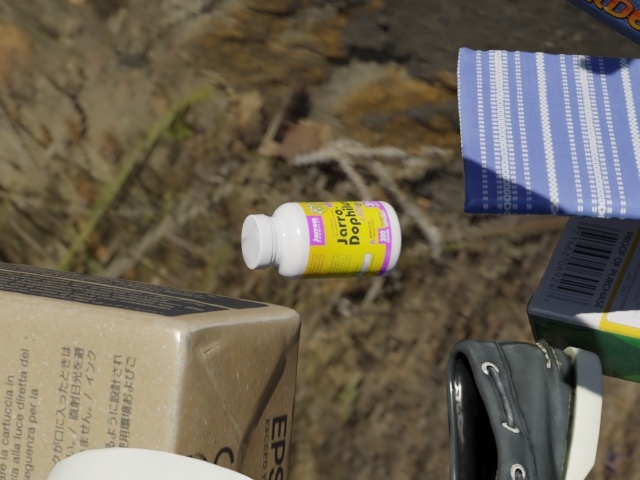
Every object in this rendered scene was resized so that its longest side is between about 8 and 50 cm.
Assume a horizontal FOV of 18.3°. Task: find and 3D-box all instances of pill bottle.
[{"bbox_3d":[0.000,0.000,1.110,0.083,0.043,0.043,-2,106,-22],"label":"pill bottle"}]

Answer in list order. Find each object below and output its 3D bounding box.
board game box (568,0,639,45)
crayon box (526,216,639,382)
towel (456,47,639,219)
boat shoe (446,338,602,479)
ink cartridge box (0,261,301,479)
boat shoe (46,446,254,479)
[{"bbox_3d":[0.201,-0.135,0.936,0.201,0.035,0.136,29,62,-12],"label":"board game box"},{"bbox_3d":[0.366,0.037,1.708,0.203,0.323,0.083,-62,150,-30],"label":"crayon box"},{"bbox_3d":[0.279,-0.078,1.625,0.336,0.243,0.040,3,124,-1],"label":"towel"},{"bbox_3d":[0.103,0.197,1.271,0.113,0.127,0.340,19,55,-6],"label":"boat shoe"},{"bbox_3d":[-0.116,0.127,0.684,0.088,0.193,0.234,-5,102,-62],"label":"ink cartridge box"},{"bbox_3d":[0.016,0.178,0.503,0.305,0.109,0.091,52,45,-31],"label":"boat shoe"}]
